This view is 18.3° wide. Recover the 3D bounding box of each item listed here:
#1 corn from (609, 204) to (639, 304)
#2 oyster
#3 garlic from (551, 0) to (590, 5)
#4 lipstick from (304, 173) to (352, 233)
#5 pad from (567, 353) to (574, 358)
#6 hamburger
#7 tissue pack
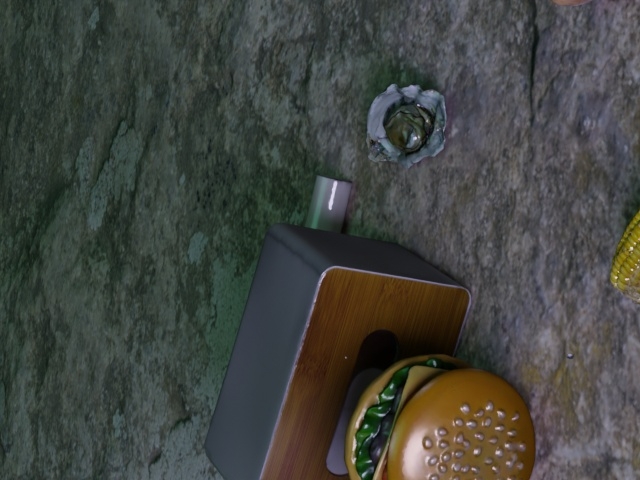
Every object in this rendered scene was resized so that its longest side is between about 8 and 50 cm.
[{"bbox_3d":[0.282,-0.030,1.488,0.203,0.072,0.072,-61,35,34],"label":"corn"},{"bbox_3d":[0.088,-0.107,1.897,0.100,0.037,0.098,25,124,39],"label":"oyster"},{"bbox_3d":[0.233,-0.320,1.596,0.217,0.110,0.228,152,108,-76],"label":"garlic"},{"bbox_3d":[0.000,0.000,2.003,0.038,0.038,0.131,24,103,60],"label":"lipstick"},{"bbox_3d":[0.252,0.194,1.192,0.250,0.323,0.055,-65,11,-8],"label":"pad"},{"bbox_3d":[0.100,0.175,1.662,0.115,0.162,0.162,15,95,59],"label":"hamburger"},{"bbox_3d":[0.011,0.125,1.829,0.136,0.159,0.246,39,116,59],"label":"tissue pack"}]
